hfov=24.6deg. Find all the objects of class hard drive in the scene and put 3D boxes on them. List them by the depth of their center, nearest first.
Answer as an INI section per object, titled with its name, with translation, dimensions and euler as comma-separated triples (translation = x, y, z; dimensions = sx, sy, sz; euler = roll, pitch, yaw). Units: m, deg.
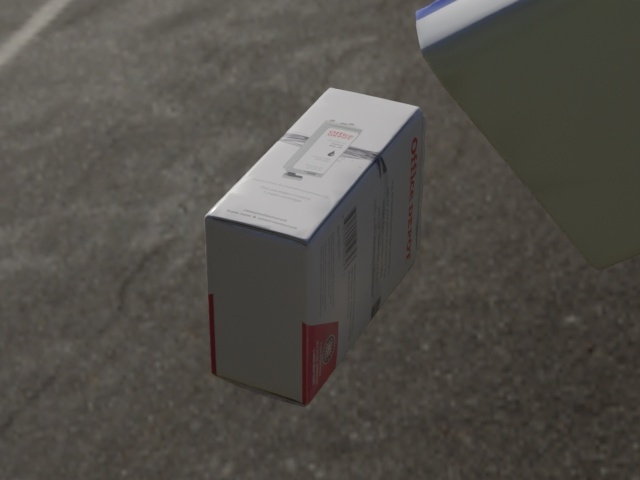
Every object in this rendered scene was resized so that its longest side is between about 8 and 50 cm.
[hard drive]
translation = 0.235, -0.107, 0.703
dimensions = 0.319, 0.210, 0.040
euler = -25, 48, 21

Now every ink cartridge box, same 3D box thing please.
[ink cartridge box]
translation = 0.000, 0.000, 1.520
dimensions = 0.117, 0.207, 0.283
euler = 15, 38, 21
